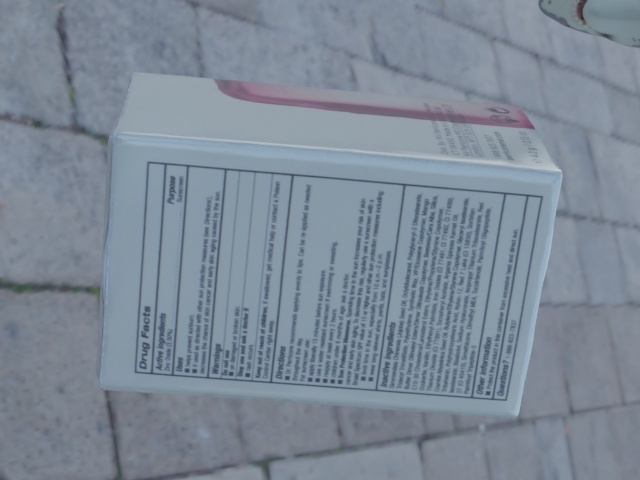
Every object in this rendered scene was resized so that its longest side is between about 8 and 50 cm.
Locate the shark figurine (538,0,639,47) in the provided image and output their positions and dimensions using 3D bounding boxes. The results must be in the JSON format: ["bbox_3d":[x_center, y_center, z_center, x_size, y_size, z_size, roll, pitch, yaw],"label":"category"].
[{"bbox_3d":[0.297,-0.101,0.922,0.278,0.166,0.116,53,35,-5],"label":"shark figurine"}]

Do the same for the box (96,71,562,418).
[{"bbox_3d":[0.000,0.000,0.763,0.127,0.232,0.148,-95,-169,-67],"label":"box"}]
